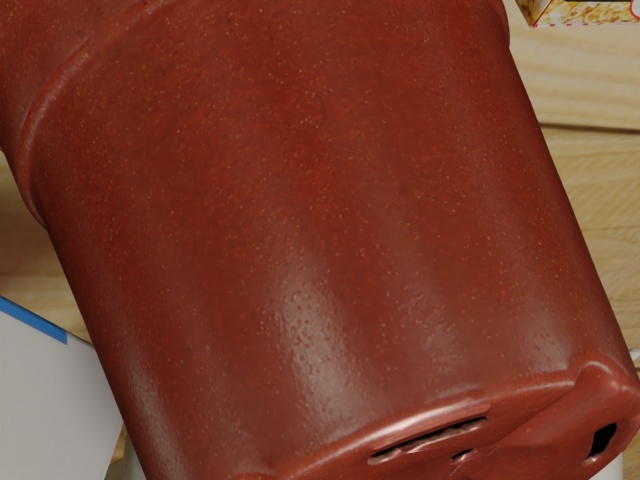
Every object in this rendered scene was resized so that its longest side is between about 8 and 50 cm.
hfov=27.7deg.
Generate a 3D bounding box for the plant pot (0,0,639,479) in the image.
[{"bbox_3d":[0.000,0.000,0.585,0.272,0.265,0.272,-17,152,-10],"label":"plant pot"}]

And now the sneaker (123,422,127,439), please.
[{"bbox_3d":[0.014,0.141,0.996,0.321,0.126,0.127,-6,145,-7],"label":"sneaker"}]

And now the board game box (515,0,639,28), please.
[{"bbox_3d":[0.195,-0.184,0.630,0.147,0.045,0.193,-6,148,-28],"label":"board game box"}]

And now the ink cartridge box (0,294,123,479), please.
[{"bbox_3d":[-0.216,0.062,0.628,0.203,0.086,0.148,11,165,27],"label":"ink cartridge box"}]

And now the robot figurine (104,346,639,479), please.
[{"bbox_3d":[0.025,0.143,0.770,0.353,0.200,0.300,-24,-166,14],"label":"robot figurine"}]
